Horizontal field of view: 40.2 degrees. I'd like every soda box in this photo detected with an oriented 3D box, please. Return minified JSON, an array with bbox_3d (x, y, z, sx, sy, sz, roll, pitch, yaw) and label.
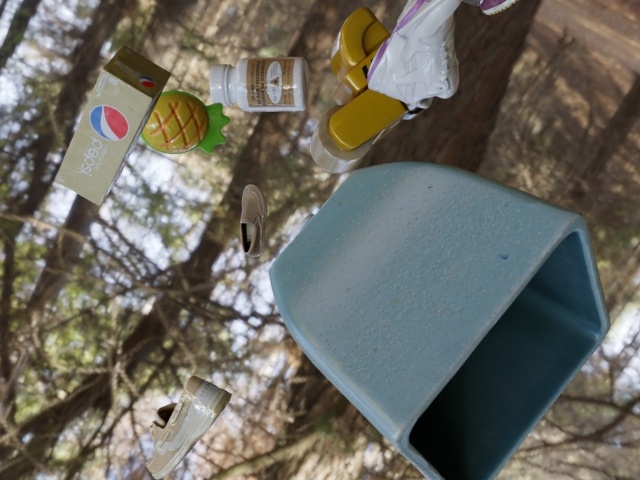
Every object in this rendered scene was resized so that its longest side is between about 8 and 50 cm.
[{"bbox_3d":[-0.234,-0.124,0.976,0.061,0.181,0.058,30,-140,-10],"label":"soda box"}]

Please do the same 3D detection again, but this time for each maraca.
[{"bbox_3d":[-0.266,-0.227,1.711,0.185,0.127,0.099,4,-156,-31],"label":"maraca"}]

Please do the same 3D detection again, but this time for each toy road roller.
[{"bbox_3d":[0.082,-0.320,1.805,0.240,0.329,0.202,50,168,1],"label":"toy road roller"}]

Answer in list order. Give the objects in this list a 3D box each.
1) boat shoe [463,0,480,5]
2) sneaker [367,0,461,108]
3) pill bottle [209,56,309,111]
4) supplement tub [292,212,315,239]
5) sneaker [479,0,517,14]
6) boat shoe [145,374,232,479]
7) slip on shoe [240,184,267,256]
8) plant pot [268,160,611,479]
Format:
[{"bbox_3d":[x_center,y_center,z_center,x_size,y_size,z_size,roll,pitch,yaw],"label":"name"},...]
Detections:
[{"bbox_3d":[0.313,-0.509,1.691,0.080,0.073,0.223,19,-176,-3],"label":"boat shoe"},{"bbox_3d":[0.189,-0.327,1.461,0.152,0.114,0.305,29,155,-3],"label":"sneaker"},{"bbox_3d":[-0.148,-0.381,2.138,0.229,0.131,0.131,0,-164,7],"label":"pill bottle"},{"bbox_3d":[0.000,0.000,1.841,0.107,0.071,0.071,39,-161,10],"label":"supplement tub"},{"bbox_3d":[0.290,-0.403,1.291,0.069,0.185,0.084,-40,-81,-29],"label":"sneaker"},{"bbox_3d":[-0.162,0.209,0.995,0.059,0.170,0.063,38,-147,-1],"label":"boat shoe"},{"bbox_3d":[-0.130,-0.037,1.632,0.051,0.135,0.041,2,-178,31],"label":"slip on shoe"},{"bbox_3d":[0.098,0.067,0.864,0.252,0.248,0.247,35,169,36],"label":"plant pot"}]
